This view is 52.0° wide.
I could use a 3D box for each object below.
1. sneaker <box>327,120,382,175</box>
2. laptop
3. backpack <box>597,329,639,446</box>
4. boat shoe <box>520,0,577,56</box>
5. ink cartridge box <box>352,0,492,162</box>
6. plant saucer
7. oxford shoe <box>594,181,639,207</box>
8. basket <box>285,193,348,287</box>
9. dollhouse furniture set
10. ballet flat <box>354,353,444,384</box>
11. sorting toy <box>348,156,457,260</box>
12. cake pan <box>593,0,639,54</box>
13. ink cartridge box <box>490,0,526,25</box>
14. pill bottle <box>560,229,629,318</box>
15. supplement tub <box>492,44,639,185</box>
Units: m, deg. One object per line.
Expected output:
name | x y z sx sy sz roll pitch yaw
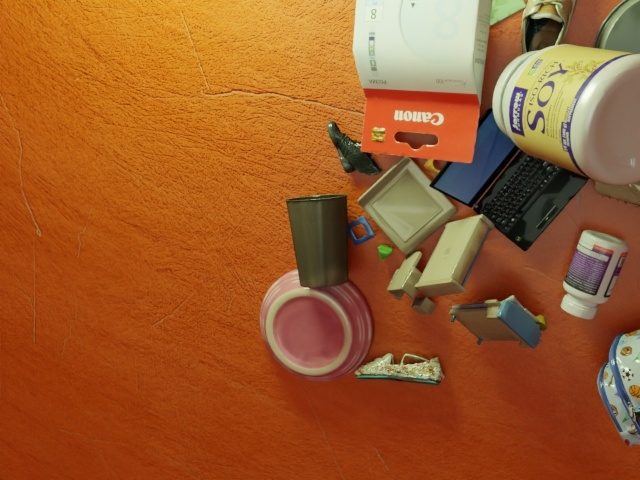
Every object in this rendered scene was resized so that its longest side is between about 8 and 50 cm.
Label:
sneaker | 0.087 -0.239 1.694 0.089 0.051 0.170 -19 100 21
laptop | 0.443 -0.139 1.544 0.264 0.136 0.234 43 112 17
backpack | 0.764 0.328 1.493 0.213 0.276 0.263 -19 92 35
boat shoe | 0.510 -0.503 1.462 0.113 0.103 0.302 7 104 17
ink cartridge box | 0.218 -0.384 1.516 0.308 0.091 0.384 12 103 33
plant saucer | -0.022 0.242 1.817 0.332 0.084 0.332 4 102 17
oxford shoe | 0.704 -0.129 1.470 0.146 0.140 0.397 -40 77 25
basket | 0.000 0.000 1.690 0.154 0.204 0.226 -8 96 -19
dollhouse furniture set | 0.392 0.122 1.654 0.303 0.198 0.286 40 155 -18
ballet flat | 0.213 0.345 1.772 0.241 0.091 0.077 1 72 14
sorting toy | 0.224 -0.092 1.682 0.196 0.047 0.348 47 112 -1
cake pan | 0.751 -0.410 1.429 0.293 0.054 0.293 4 103 17
ink cartridge box | 0.334 -0.564 1.537 0.235 0.056 0.171 -25 92 24
pill bottle | 0.639 0.082 1.545 0.108 0.108 0.193 19 107 14
supplement tub | 0.519 -0.262 1.309 0.241 0.331 0.241 -6 112 -16
